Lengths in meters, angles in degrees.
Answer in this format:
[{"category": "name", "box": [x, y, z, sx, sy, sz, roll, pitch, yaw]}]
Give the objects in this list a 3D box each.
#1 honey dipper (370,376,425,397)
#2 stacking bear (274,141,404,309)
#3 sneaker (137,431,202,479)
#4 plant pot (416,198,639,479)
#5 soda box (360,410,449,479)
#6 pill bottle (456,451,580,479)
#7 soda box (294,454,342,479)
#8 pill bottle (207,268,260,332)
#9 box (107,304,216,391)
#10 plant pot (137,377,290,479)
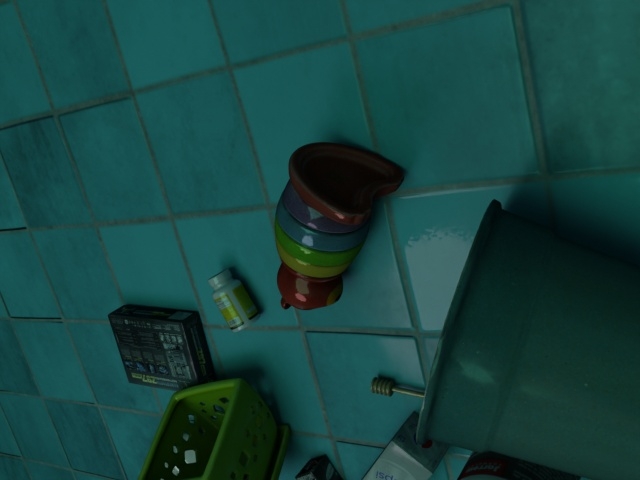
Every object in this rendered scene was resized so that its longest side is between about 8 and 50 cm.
[{"category": "honey dipper", "box": [0.167, 0.273, 1.202, 0.161, 0.030, 0.030, 7, 115, 27]}, {"category": "stacking bear", "box": [0.000, 0.000, 1.110, 0.164, 0.175, 0.289, 30, 132, 16]}, {"category": "sneaker", "box": [-0.352, 0.558, 1.599, 0.114, 0.152, 0.305, 46, 127, 10]}, {"category": "plant pot", "box": [0.334, 0.154, 0.863, 0.334, 0.341, 0.341, 17, 120, 18]}, {"category": "soda box", "box": [0.129, 0.455, 1.267, 0.091, 0.098, 0.286, 36, 126, 14]}, {"category": "pill bottle", "box": [0.286, 0.382, 1.008, 0.161, 0.283, 0.161, 14, 118, 28]}, {"category": "soda box", "box": [0.025, 0.532, 1.395, 0.053, 0.060, 0.169, -32, 93, 40]}, {"category": "pill bottle", "box": [-0.173, 0.116, 1.329, 0.065, 0.065, 0.116, -25, 96, 39]}, {"category": "box", "box": [-0.354, 0.242, 1.512, 0.233, 0.059, 0.183, 1, 111, 33]}, {"category": "plant pot", "box": [-0.202, 0.442, 1.385, 0.227, 0.228, 0.207, -19, 128, 37]}]
